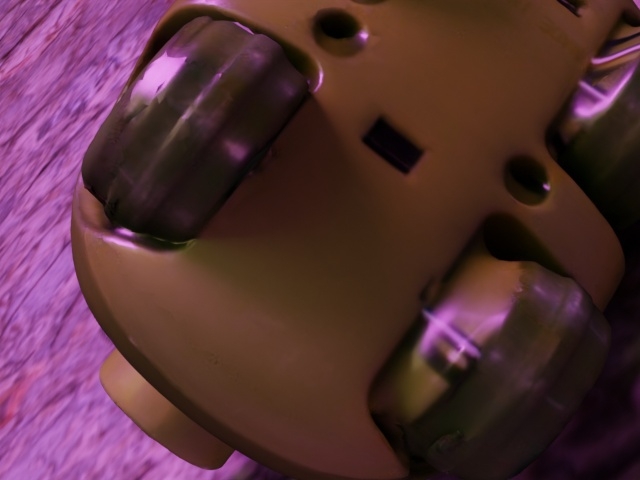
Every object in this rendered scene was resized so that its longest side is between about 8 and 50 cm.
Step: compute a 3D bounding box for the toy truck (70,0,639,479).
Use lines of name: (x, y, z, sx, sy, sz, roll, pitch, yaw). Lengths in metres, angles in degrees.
toy truck: (0.012, -0.016, 0.503, 0.187, 0.148, 0.210, -54, 2, -14)
